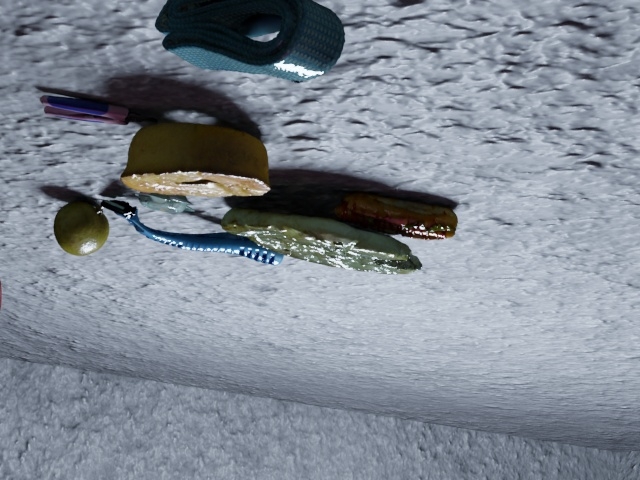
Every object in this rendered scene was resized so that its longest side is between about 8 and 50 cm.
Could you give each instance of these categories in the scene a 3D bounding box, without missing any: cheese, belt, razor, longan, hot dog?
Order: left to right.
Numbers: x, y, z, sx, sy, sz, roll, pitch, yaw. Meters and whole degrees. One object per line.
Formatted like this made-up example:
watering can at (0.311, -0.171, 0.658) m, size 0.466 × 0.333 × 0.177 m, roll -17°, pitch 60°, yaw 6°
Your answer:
longan at (-0.301, -0.020, 1.406) m, size 0.083 × 0.075 × 0.075 m, roll -41°, pitch 150°, yaw 9°
cheese at (-0.185, -0.047, 1.316) m, size 0.067 × 0.026 × 0.121 m, roll 10°, pitch 176°, yaw 1°
razor at (-0.157, -0.006, 1.417) m, size 0.253 × 0.042 × 0.082 m, roll 14°, pitch -178°, yaw -34°
belt at (-0.049, -0.166, 0.783) m, size 0.065 × 0.100 × 0.179 m, roll 21°, pitch 174°, yaw -44°
hot dog at (0.086, -0.026, 1.259) m, size 0.144 × 0.038 × 0.062 m, roll 10°, pitch 165°, yaw -9°

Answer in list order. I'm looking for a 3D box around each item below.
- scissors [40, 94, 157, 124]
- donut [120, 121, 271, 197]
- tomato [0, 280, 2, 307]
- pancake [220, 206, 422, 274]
scissors at (-0.216, -0.125, 1.080) m, size 0.113 × 0.012 × 0.039 m, roll 8°, pitch 165°, yaw -5°
donut at (-0.124, -0.079, 1.107) m, size 0.152 × 0.058 × 0.152 m, roll 4°, pitch 172°, yaw 1°
tomato at (-0.564, 0.055, 1.600) m, size 0.309 × 0.170 × 0.309 m, roll 35°, pitch -173°, yaw -5°
pancake at (0.000, 0.000, 1.333) m, size 0.253 × 0.037 × 0.253 m, roll 13°, pitch 174°, yaw 2°
